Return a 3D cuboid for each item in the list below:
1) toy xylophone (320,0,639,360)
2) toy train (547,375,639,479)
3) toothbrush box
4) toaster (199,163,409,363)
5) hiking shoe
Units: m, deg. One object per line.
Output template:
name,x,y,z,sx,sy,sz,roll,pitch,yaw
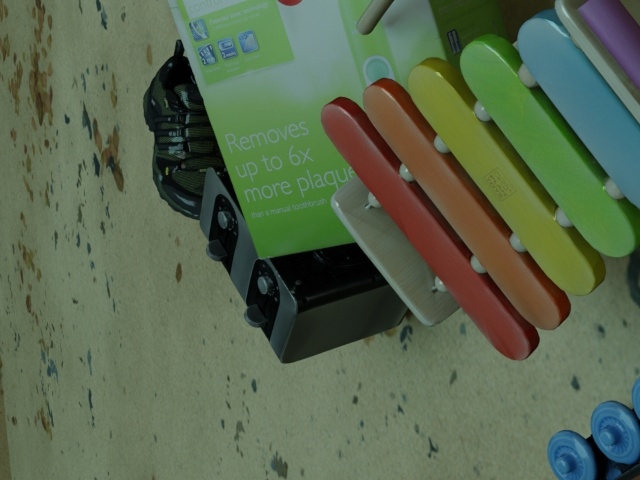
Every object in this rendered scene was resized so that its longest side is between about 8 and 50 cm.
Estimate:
toy xylophone,0.097,-0.066,0.663,0.236,0.081,0.322,49,154,8
toy train,0.225,0.144,0.746,0.105,0.080,0.184,61,144,18
toothbrush box,0.018,-0.148,0.854,0.206,0.122,0.283,-10,104,33
toaster,0.000,0.000,1.036,0.168,0.186,0.110,56,146,26
hiking shoe,-0.159,-0.130,1.375,0.226,0.086,0.114,67,151,29
